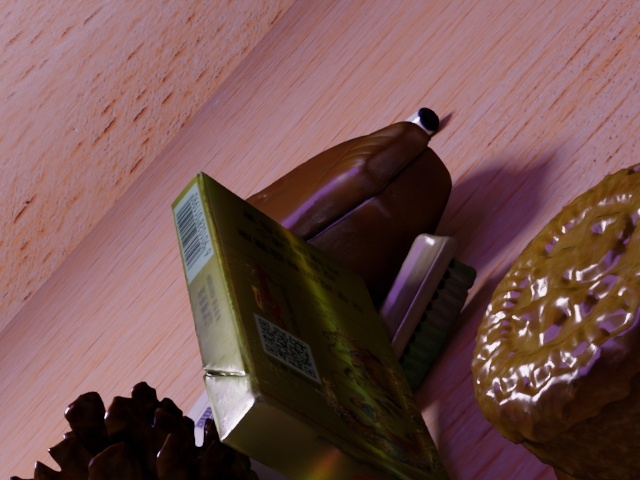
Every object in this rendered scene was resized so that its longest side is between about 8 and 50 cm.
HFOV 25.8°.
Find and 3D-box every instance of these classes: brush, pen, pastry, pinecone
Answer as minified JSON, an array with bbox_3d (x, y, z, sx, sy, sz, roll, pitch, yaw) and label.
[{"bbox_3d":[0.038,0.124,1.072,0.282,0.048,0.054,-61,20,-10],"label":"brush"},{"bbox_3d":[0.040,-0.078,1.583,0.269,0.033,0.033,-34,21,44],"label":"pen"},{"bbox_3d":[0.168,0.050,0.757,0.189,0.103,0.189,-46,16,17],"label":"pastry"},{"bbox_3d":[-0.132,0.214,1.025,0.202,0.201,0.229,-58,-4,0],"label":"pinecone"}]

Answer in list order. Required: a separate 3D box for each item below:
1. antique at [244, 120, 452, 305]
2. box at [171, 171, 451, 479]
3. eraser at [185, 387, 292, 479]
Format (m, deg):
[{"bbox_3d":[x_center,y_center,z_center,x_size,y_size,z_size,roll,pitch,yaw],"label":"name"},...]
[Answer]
[{"bbox_3d":[0.000,0.000,1.258,0.278,0.129,0.223,-28,10,39],"label":"antique"},{"bbox_3d":[-0.012,0.073,0.967,0.043,0.173,0.311,-50,27,15],"label":"box"},{"bbox_3d":[-0.052,0.150,1.218,0.124,0.068,0.210,-56,16,-15],"label":"eraser"}]
